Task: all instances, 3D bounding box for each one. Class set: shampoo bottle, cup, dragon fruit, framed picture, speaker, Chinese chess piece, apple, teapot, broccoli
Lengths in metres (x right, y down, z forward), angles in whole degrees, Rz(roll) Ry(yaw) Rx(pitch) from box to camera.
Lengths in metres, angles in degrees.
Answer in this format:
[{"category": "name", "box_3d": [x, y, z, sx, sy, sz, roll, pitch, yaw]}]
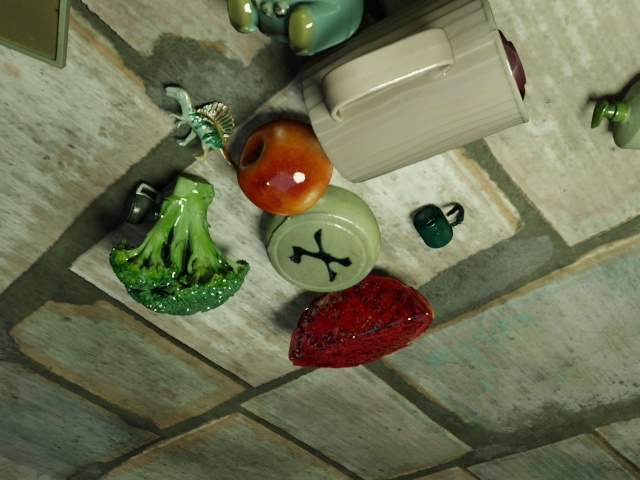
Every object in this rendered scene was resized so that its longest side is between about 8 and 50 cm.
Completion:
[{"category": "shampoo bottle", "box_3d": [0.541, -0.189, 0.795, 0.234, 0.087, 0.118, 6, 134, 0]}, {"category": "cup", "box_3d": [0.128, -0.199, 0.701, 0.273, 0.288, 0.208, -18, 119, 24]}, {"category": "dragon fruit", "box_3d": [0.092, 0.174, 1.143, 0.317, 0.152, 0.205, -21, 147, 12]}, {"category": "framed picture", "box_3d": [-0.462, -0.414, 0.736, 0.211, 0.020, 0.289, 20, 131, -12]}, {"category": "speaker", "box_3d": [0.231, -0.031, 0.985, 0.094, 0.060, 0.075, -23, 127, 24]}, {"category": "Chinese chess piece", "box_3d": [0.000, 0.000, 1.016, 0.237, 0.092, 0.238, 3, 132, 4]}, {"category": "apple", "box_3d": [-0.062, -0.123, 0.867, 0.139, 0.163, 0.163, 25, 130, -26]}, {"category": "teapot", "box_3d": [-0.343, -0.070, 1.013, 0.057, 0.066, 0.088, 13, 111, -32]}, {"category": "broccoli", "box_3d": [-0.256, 0.012, 0.985, 0.254, 0.269, 0.269, 9, 133, -16]}]

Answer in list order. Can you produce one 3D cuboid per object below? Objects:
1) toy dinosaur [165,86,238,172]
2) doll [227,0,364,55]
[{"category": "toy dinosaur", "box_3d": [-0.190, -0.191, 0.900, 0.187, 0.044, 0.106, 25, 114, -15]}, {"category": "doll", "box_3d": [-0.020, -0.382, 0.624, 0.177, 0.161, 0.261, 33, 142, 30]}]
